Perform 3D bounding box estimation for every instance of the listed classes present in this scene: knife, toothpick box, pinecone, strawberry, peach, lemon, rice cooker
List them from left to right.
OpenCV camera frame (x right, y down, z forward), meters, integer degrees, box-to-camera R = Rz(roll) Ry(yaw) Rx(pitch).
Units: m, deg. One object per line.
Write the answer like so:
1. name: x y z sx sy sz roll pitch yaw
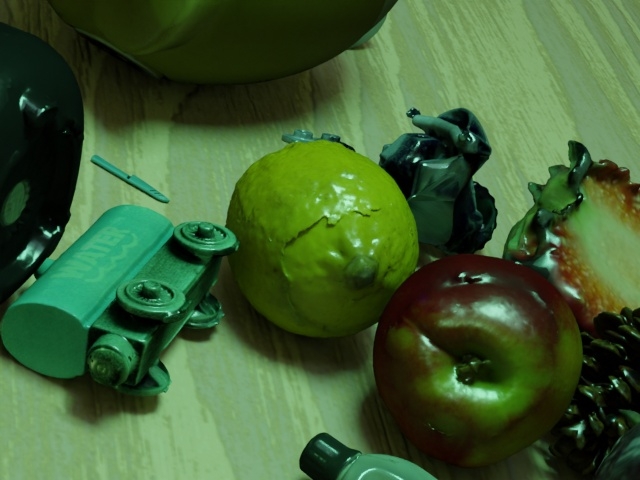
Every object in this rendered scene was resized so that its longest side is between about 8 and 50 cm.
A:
1. rice cooker: -0.319 -0.068 1.356 0.224 0.267 0.267 24 28 15
2. knife: -0.187 -0.061 1.693 0.091 0.005 0.014 31 31 11
3. toothpick box: -0.117 -0.364 1.854 0.409 0.409 0.425 38 30 23
4. lemon: -0.002 -0.002 1.566 0.180 0.181 0.193 -12 46 -47
5. peach: 0.134 0.099 1.493 0.197 0.197 0.197 18 30 -11
6. strawberry: 0.299 0.071 1.745 0.306 0.137 0.233 45 46 -14
7. pinecone: 0.277 0.144 1.557 0.173 0.174 0.173 18 30 -11

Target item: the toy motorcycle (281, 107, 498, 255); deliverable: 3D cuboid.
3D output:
1. toy motorcycle: 0.075 -0.068 1.750 0.270 0.159 0.106 8 11 -29

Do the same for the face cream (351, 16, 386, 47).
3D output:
1. face cream: -0.006 -0.341 2.196 0.096 0.096 0.214 0 37 -36

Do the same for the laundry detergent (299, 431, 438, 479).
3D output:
1. laundry detergent: 0.079 0.226 1.349 0.225 0.070 0.099 35 37 17

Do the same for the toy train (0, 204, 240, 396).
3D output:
1. toy train: -0.168 0.043 1.455 0.159 0.101 0.248 14 26 10

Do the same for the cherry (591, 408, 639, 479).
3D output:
1. cherry: 0.339 0.234 1.386 0.255 0.218 0.296 -8 53 -42
